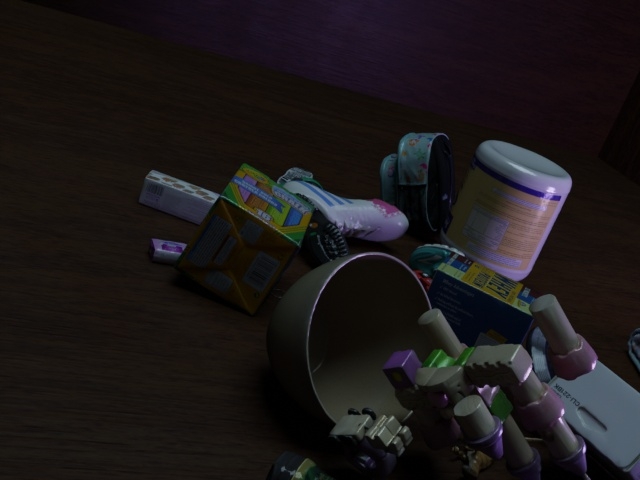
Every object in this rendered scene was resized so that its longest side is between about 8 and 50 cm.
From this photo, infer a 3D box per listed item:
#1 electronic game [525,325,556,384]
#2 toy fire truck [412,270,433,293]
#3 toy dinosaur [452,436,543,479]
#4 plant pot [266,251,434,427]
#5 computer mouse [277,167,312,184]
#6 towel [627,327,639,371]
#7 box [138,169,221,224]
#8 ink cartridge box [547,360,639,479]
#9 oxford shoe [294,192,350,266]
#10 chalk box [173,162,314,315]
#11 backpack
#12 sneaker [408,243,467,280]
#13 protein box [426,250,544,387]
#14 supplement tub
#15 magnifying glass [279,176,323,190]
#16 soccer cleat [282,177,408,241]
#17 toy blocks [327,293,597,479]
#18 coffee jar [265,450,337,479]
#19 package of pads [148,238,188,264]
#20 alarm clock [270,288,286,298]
[{"bbox_3d":[0.451,0.267,1.744,0.229,0.048,0.229,35,41,-38],"label":"electronic game"},{"bbox_3d":[0.217,0.127,2.013,0.135,0.047,0.192,3,27,-36],"label":"toy fire truck"},{"bbox_3d":[0.274,0.344,1.547,0.211,0.064,0.112,-20,61,-46],"label":"toy dinosaur"},{"bbox_3d":[0.023,0.163,1.503,0.284,0.284,0.191,1,-3,-41],"label":"plant pot"},{"bbox_3d":[-0.075,-0.139,2.396,0.106,0.042,0.193,22,26,14],"label":"computer mouse"},{"bbox_3d":[0.884,0.343,2.068,0.320,0.090,0.374,21,21,-9],"label":"towel"},{"bbox_3d":[-0.233,-0.064,2.030,0.324,0.067,0.063,19,21,-2],"label":"box"},{"bbox_3d":[0.504,0.325,1.543,0.197,0.114,0.273,43,-1,44],"label":"ink cartridge box"},{"bbox_3d":[0.000,0.000,2.066,0.082,0.096,0.227,-28,63,-11],"label":"oxford shoe"},{"bbox_3d":[-0.136,-0.019,1.816,0.179,0.180,0.289,32,20,-6],"label":"chalk box"},{"bbox_3d":[0.267,-0.164,2.486,0.191,0.254,0.225,8,16,24],"label":"backpack"},{"bbox_3d":[0.304,0.098,2.100,0.275,0.107,0.110,35,34,32],"label":"sneaker"},{"bbox_3d":[0.287,0.164,1.772,0.199,0.201,0.136,26,21,13],"label":"protein box"},{"bbox_3d":[0.432,-0.049,2.244,0.241,0.331,0.241,19,21,-7],"label":"supplement tub"},{"bbox_3d":[-0.104,-0.115,2.266,0.231,0.092,0.026,2,29,-18],"label":"magnifying glass"},{"bbox_3d":[0.050,-0.043,2.214,0.331,0.116,0.143,15,38,-8],"label":"soccer cleat"},{"bbox_3d":[0.240,0.279,1.373,0.288,0.260,0.309,-12,27,48],"label":"toy blocks"},{"bbox_3d":[0.009,0.353,1.202,0.184,0.096,0.079,27,19,13],"label":"coffee jar"},{"bbox_3d":[-0.290,0.024,1.807,0.083,0.032,0.050,11,23,-25],"label":"package of pads"},{"bbox_3d":[-0.007,0.119,1.808,0.192,0.064,0.129,12,23,-13],"label":"alarm clock"}]
